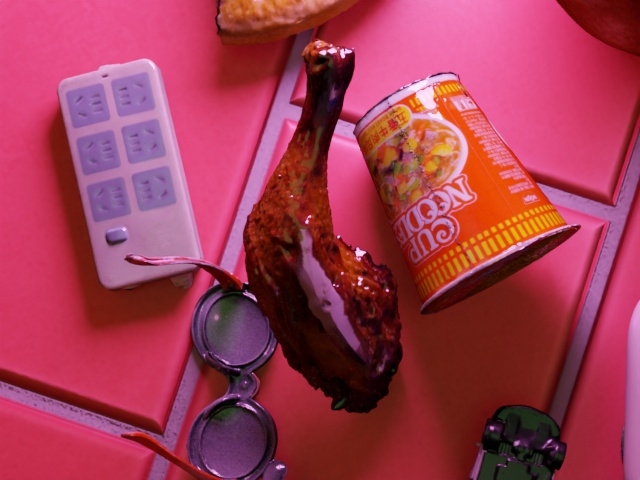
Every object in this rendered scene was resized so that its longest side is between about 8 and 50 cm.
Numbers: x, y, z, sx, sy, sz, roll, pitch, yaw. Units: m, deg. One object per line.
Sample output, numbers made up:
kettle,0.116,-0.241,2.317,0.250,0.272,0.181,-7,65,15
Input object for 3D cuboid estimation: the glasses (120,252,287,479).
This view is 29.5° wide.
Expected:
glasses,-0.109,0.133,1.233,0.118,0.268,0.234,0,77,10

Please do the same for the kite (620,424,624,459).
kite,0.418,0.114,1.337,0.169,0.015,0.310,2,87,3

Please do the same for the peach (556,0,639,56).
peach,0.349,-0.344,1.236,0.308,0.308,0.332,-45,82,-1

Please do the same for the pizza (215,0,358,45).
pizza,-0.008,-0.396,1.340,0.278,0.114,0.408,31,87,3

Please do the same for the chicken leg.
chicken leg,0.000,0.000,1.256,0.158,0.096,0.407,-12,107,-13

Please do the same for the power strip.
power strip,-0.211,-0.070,1.359,0.118,0.046,0.270,-13,86,1

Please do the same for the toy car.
toy car,0.193,0.278,1.292,0.089,0.108,0.209,16,83,5

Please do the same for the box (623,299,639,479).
box,0.491,0.178,1.259,0.349,0.141,0.288,2,91,-2

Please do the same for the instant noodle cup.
instant noodle cup,0.141,-0.058,1.289,0.193,0.193,0.212,-28,78,0
